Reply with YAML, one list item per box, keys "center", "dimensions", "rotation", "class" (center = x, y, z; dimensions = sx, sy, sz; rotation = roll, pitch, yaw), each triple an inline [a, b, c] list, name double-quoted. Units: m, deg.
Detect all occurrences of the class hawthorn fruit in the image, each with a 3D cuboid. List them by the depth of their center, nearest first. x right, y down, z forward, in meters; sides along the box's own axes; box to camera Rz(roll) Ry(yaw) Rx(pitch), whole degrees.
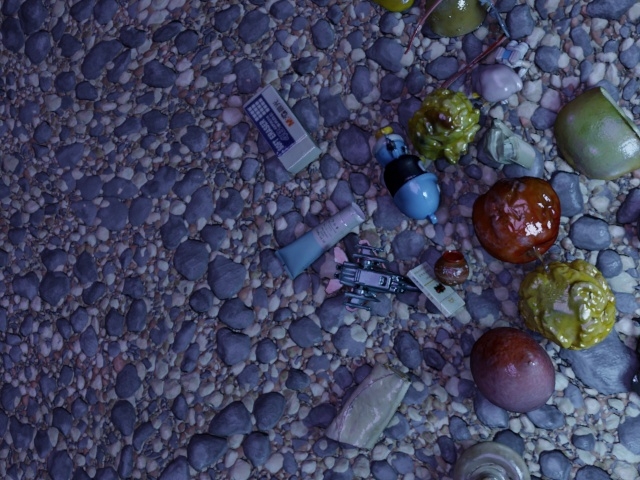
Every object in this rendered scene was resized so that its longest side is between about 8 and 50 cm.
- center: [0.530, -0.028, 1.596]
  dimensions: [0.242, 0.242, 0.271]
  rotation: [-23, 62, 16]
  class: "hawthorn fruit"

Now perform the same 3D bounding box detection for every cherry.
- center: [0.496, 0.342, 1.585]
  dimensions: [0.206, 0.239, 0.239]
  rotation: [-34, 75, 22]
  class: "cherry"

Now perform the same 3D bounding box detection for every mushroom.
- center: [0.447, 0.638, 1.591]
  dimensions: [0.204, 0.204, 0.204]
  rotation: [-2, 84, 19]
  class: "mushroom"

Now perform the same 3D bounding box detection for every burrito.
- center: [0.142, 0.494, 1.763]
  dimensions: [0.143, 0.105, 0.299]
  rotation: [38, 99, 28]
  class: "burrito"

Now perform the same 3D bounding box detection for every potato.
- center: [0.399, -0.708, 1.779]
  dimensions: [0.202, 0.117, 0.182]
  rotation: [-13, 78, 18]
  class: "potato"

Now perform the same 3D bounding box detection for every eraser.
- center: [-0.123, -0.357, 1.944]
  dimensions: [0.124, 0.081, 0.279]
  rotation: [-38, 74, 12]
  class: "eraser"

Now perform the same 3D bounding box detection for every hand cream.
- center: [0.000, 0.000, 1.889]
  dimensions: [0.312, 0.070, 0.111]
  rotation: [-35, 76, 21]
  class: "hand cream"

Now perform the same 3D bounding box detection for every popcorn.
- center: [0.640, 0.160, 1.581]
  dimensions: [0.250, 0.190, 0.250]
  rotation: [3, 96, 27]
  class: "popcorn"
- center: [0.354, -0.325, 1.735]
  dimensions: [0.189, 0.218, 0.169]
  rotation: [37, 53, 3]
  class: "popcorn"

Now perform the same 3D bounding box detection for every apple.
- center: [0.737, -0.276, 1.622]
  dimensions: [0.193, 0.120, 0.264]
  rotation: [-36, 72, 25]
  class: "apple"

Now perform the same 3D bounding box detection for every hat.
- center: [0.534, -0.260, 1.720]
  dimensions: [0.166, 0.081, 0.122]
  rotation: [32, 56, 5]
  class: "hat"

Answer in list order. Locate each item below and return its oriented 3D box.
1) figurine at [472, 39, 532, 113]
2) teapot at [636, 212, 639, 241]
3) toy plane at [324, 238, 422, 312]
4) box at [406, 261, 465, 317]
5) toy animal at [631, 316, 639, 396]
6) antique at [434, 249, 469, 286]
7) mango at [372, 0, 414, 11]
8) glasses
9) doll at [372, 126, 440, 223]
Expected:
- center: [0.517, -0.469, 1.721]
  dimensions: [0.137, 0.112, 0.228]
  rotation: [28, 84, 24]
  class: "figurine"
- center: [0.895, -0.017, 1.543]
  dimensions: [0.146, 0.116, 0.148]
  rotation: [4, 82, 9]
  class: "teapot"
- center: [0.181, 0.118, 1.782]
  dimensions: [0.327, 0.104, 0.222]
  rotation: [11, 88, 20]
  class: "toy plane"
- center: [0.331, 0.139, 1.737]
  dimensions: [0.167, 0.090, 0.024]
  rotation: [48, 132, 17]
  class: "box"
- center: [0.860, 0.309, 1.538]
  dimensions: [0.148, 0.084, 0.232]
  rotation: [-9, 85, 20]
  class: "toy animal"
- center: [0.372, 0.084, 1.722]
  dimensions: [0.104, 0.104, 0.104]
  rotation: [-2, 84, 19]
  class: "antique"
- center: [0.216, -0.763, 1.869]
  dimensions: [0.161, 0.076, 0.103]
  rotation: [23, 99, 28]
  class: "mango"
- center: [0.386, -0.596, 1.743]
  dimensions: [0.268, 0.234, 0.118]
  rotation: [-38, 33, 27]
  class: "glasses"
- center: [0.254, -0.181, 1.749]
  dimensions: [0.141, 0.177, 0.314]
  rotation: [-26, 74, 1]
  class: "doll"
